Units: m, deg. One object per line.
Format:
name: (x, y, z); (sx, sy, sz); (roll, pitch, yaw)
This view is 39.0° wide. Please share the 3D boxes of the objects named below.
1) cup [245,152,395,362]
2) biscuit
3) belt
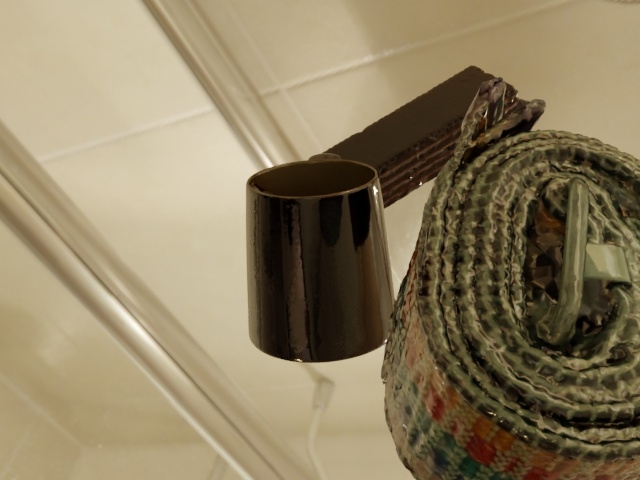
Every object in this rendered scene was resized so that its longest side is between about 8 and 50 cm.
cup: (-0.015, 0.004, 1.003); (0.166, 0.177, 0.239); (-11, -159, -15)
biscuit: (0.106, -0.122, 1.272); (0.388, 0.073, 0.107); (-31, -139, -12)
belt: (0.159, 0.038, 0.618); (0.207, 0.160, 0.295); (19, -129, 4)
